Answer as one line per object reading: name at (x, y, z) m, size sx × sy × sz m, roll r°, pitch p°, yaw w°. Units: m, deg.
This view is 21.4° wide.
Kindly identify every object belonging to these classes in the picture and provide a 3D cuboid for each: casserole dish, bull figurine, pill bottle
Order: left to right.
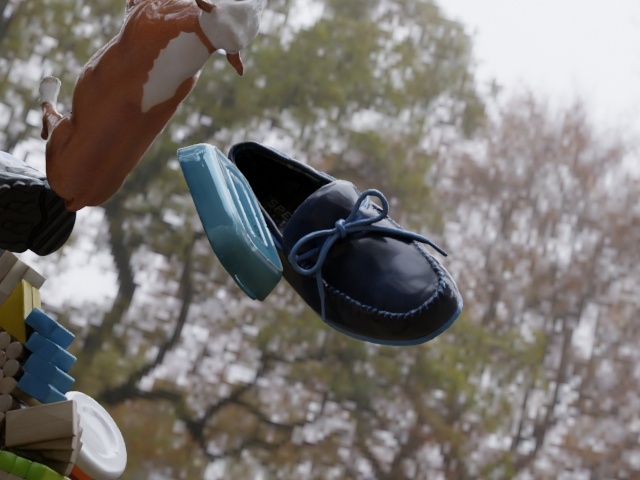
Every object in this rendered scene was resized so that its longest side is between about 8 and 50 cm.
pill bottle at (-0.350, 0.285, 2.026) m, size 0.221 × 0.121 × 0.121 m, roll -34°, pitch -50°, yaw 18°
bull figurine at (-0.171, -0.168, 1.629) m, size 0.101 × 0.188 × 0.310 m, roll 28°, pitch -62°, yaw -32°
casserole dish at (-0.086, -0.023, 1.680) m, size 0.037 × 0.188 × 0.114 m, roll -31°, pitch -38°, yaw 11°

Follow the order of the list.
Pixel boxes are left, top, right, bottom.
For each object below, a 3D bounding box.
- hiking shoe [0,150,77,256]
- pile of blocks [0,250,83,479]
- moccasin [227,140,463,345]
hiking shoe at (-0.415, -0.061, 1.801) m, size 0.304 × 0.113 × 0.132 m, roll 21°, pitch 7°, yaw -25°
pile of blocks at (-0.314, 0.193, 1.885) m, size 0.149 × 0.362 × 0.112 m, roll -9°, pitch -25°, yaw 18°
moccasin at (0.000, 0.000, 1.736) m, size 0.342 × 0.138 × 0.117 m, roll 28°, pitch -28°, yaw 42°
